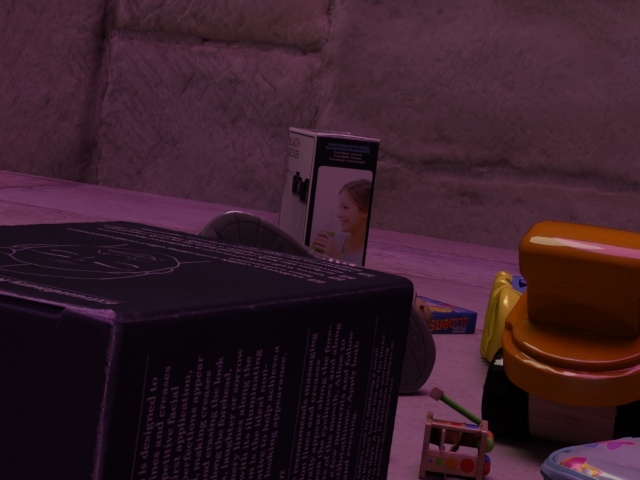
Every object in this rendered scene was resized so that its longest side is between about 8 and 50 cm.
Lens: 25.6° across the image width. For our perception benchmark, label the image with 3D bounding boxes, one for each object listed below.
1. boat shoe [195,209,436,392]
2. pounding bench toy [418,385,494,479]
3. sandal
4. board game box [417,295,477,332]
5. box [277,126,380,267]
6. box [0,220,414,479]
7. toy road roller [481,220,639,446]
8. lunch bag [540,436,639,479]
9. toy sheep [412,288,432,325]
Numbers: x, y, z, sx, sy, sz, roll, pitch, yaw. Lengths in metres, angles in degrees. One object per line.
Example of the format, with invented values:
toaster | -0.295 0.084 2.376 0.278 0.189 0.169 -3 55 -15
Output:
boat shoe | -0.009 0.074 1.653 0.320 0.118 0.103 30 -14 -12
pounding bench toy | 0.129 0.179 1.309 0.065 0.083 0.052 7 6 6
sandal | 0.288 0.117 1.886 0.138 0.126 0.317 10 8 3
board game box | 0.118 0.111 2.138 0.201 0.035 0.136 3 8 -35
box | 0.000 0.000 1.846 0.087 0.289 0.169 6 7 -14
box | -0.155 0.113 1.013 0.294 0.211 0.395 11 7 29
toy road roller | 0.309 0.068 1.498 0.203 0.240 0.329 10 34 25
lunch bag | 0.311 0.219 1.040 0.279 0.107 0.224 2 8 -40
toy sheep | 0.092 0.099 1.976 0.132 0.091 0.091 7 6 3
